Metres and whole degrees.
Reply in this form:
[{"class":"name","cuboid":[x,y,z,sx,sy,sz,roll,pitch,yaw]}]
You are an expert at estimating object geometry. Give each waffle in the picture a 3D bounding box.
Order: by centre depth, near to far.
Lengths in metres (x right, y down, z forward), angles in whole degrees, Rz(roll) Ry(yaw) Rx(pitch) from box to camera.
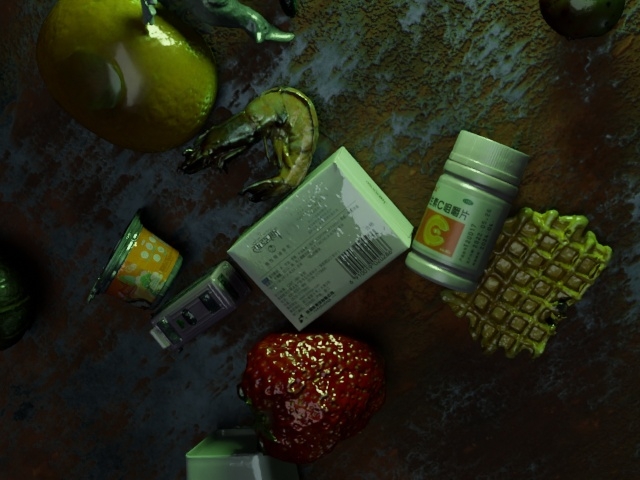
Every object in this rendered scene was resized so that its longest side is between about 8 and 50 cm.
[{"class":"waffle","cuboid":[0.367,0.079,1.467,0.309,0.065,0.283,-13,104,21]}]

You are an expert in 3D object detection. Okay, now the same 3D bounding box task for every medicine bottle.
[{"class":"medicine bottle","cuboid":[0.247,-0.047,1.386,0.133,0.133,0.250,24,99,5]}]

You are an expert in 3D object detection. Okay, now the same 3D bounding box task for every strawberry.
[{"class":"strawberry","cuboid":[-0.007,0.280,1.551,0.276,0.257,0.257,-13,106,1]}]

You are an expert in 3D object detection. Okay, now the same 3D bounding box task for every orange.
[{"class":"orange","cuboid":[-0.352,-0.309,1.458,0.334,0.196,0.263,41,100,5]}]

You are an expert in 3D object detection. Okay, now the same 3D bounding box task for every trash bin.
[{"class":"trash bin","cuboid":[-0.138,0.575,1.687,0.255,0.296,0.368,-6,94,17]}]

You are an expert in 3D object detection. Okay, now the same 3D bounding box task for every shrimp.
[{"class":"shrimp","cuboid":[-0.120,-0.151,1.492,0.289,0.075,0.178,-30,83,13]}]

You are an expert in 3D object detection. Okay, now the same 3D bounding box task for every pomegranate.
[{"class":"pomegranate","cuboid":[0.395,-0.386,1.258,0.129,0.129,0.159,-12,99,18]}]

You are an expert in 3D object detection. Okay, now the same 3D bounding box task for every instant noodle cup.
[{"class":"instant noodle cup","cuboid":[-0.346,0.056,1.590,0.125,0.177,0.208,30,83,-14]}]

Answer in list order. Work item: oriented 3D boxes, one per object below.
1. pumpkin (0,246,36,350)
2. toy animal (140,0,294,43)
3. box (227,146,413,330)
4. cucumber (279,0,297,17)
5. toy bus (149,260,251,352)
[{"class":"pumpkin","cuboid":[-0.683,0.111,1.685,0.237,0.159,0.238,18,126,26]},{"class":"toy animal","cuboid":[-0.222,-0.442,1.376,0.367,0.205,0.081,55,155,-10]},{"class":"box","cuboid":[0.001,-0.001,1.497,0.274,0.116,0.203,-40,98,22]},{"class":"cucumber","cuboid":[-0.065,-0.444,1.402,0.032,0.032,0.133,-8,109,16]},{"class":"toy bus","cuboid":[-0.240,0.134,1.611,0.199,0.108,0.096,-35,98,22]}]
